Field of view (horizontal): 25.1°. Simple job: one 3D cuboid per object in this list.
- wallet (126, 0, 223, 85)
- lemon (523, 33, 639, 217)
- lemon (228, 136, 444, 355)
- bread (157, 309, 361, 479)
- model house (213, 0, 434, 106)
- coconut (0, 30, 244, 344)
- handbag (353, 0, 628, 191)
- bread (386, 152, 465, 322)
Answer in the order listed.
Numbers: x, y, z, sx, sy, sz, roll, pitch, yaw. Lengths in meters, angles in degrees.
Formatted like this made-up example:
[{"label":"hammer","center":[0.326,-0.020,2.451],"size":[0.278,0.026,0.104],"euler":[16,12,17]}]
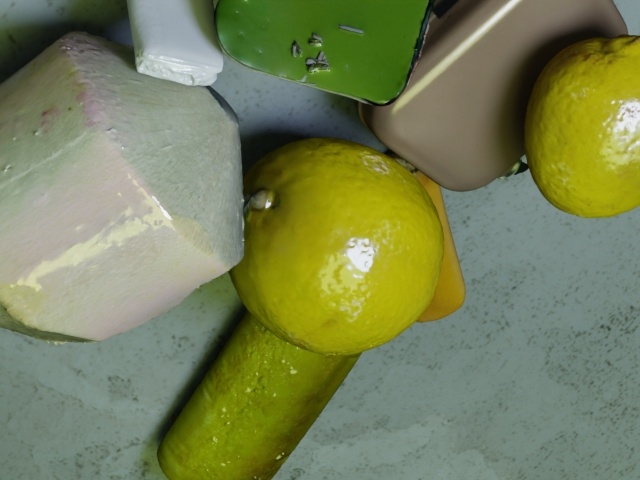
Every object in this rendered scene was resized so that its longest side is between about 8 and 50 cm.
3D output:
[{"label":"wallet","center":[-0.149,-0.230,1.439],"size":[0.095,0.190,0.033],"euler":[7,140,-26]},{"label":"lemon","center":[0.300,-0.122,1.524],"size":[0.170,0.170,0.207],"euler":[-8,120,-16]},{"label":"lemon","center":[0.000,0.000,1.590],"size":[0.219,0.240,0.240],"euler":[26,112,-39]},{"label":"bread","center":[-0.060,0.185,1.816],"size":[0.166,0.112,0.384],"euler":[20,115,-32]},{"label":"model house","center":[0.023,-0.271,1.478],"size":[0.207,0.294,0.154],"euler":[15,167,6]},{"label":"coconut","center":[-0.221,-0.054,1.463],"size":[0.309,0.297,0.297],"euler":[-30,130,7]},{"label":"handbag","center":[0.207,-0.190,1.634],"size":[0.302,0.149,0.283],"euler":[-43,126,9]},{"label":"bread","center":[0.116,0.002,1.772],"size":[0.092,0.074,0.239],"euler":[-4,130,18]}]
